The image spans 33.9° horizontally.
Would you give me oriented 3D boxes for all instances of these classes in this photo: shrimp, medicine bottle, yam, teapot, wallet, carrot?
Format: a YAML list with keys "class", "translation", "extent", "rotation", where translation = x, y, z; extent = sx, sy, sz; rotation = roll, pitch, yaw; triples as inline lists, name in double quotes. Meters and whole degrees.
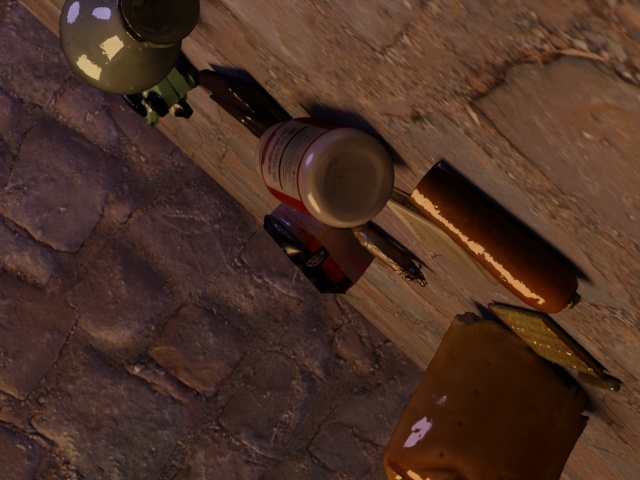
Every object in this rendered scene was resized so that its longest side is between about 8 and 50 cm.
- class: "shrimp"
  translation: [0.128, 0.022, 1.917]
  extent: [0.190, 0.042, 0.101]
  rotation: [42, -168, 30]
- class: "medicine bottle"
  translation: [-0.003, -0.099, 1.431]
  extent: [0.131, 0.131, 0.250]
  rotation: [44, 173, -24]
- class: "yam"
  translation: [0.407, 0.205, 1.538]
  extent: [0.021, 0.021, 0.116]
  rotation: [43, 174, -9]
- class: "teapot"
  translation: [-0.258, -0.304, 1.471]
  extent: [0.183, 0.183, 0.251]
  rotation: [44, 163, -20]
- class: "wallet"
  translation: [-0.114, -0.212, 1.739]
  extent: [0.182, 0.049, 0.229]
  rotation: [41, 176, -25]
- class: "carrot"
  translation: [0.201, 0.003, 1.198]
  extent: [0.225, 0.067, 0.067]
  rotation: [42, 174, 12]

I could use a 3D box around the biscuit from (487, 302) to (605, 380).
- class: "biscuit"
  translation: [0.338, 0.149, 1.593]
  extent: [0.139, 0.016, 0.231]
  rotation: [43, 174, -8]

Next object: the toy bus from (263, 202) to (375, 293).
- class: "toy bus"
  translation: [0.000, 0.000, 2.037]
  extent: [0.127, 0.147, 0.302]
  rotation: [43, 175, 25]

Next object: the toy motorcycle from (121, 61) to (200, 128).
- class: "toy motorcycle"
  translation: [-0.330, -0.333, 1.934]
  extent: [0.196, 0.125, 0.331]
  rotation: [41, 171, 19]

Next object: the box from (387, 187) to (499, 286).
- class: "box"
  translation: [0.171, -0.008, 1.472]
  extent: [0.109, 0.029, 0.198]
  rotation: [45, 174, -33]

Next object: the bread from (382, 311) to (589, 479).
- class: "bread"
  translation: [0.296, 0.369, 1.823]
  extent: [0.250, 0.394, 0.361]
  rotation: [18, 158, 34]
